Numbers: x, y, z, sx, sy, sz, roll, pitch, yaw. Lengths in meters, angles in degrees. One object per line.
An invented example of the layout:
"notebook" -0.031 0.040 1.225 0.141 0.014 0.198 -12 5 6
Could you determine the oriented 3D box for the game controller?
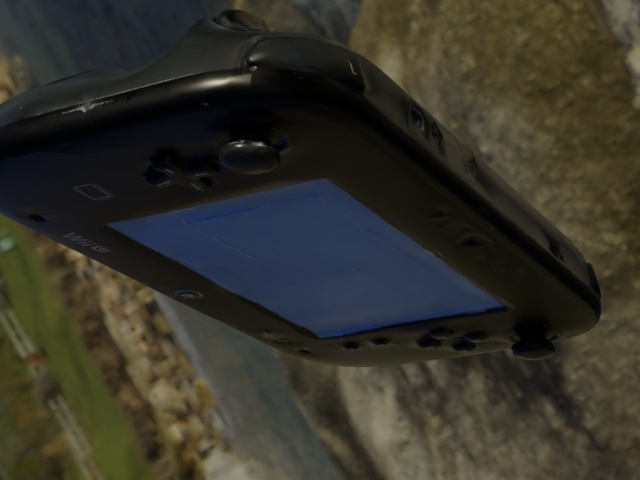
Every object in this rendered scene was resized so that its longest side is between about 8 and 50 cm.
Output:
"game controller" 0.000 0.000 0.634 0.319 0.167 0.067 33 -137 -55
